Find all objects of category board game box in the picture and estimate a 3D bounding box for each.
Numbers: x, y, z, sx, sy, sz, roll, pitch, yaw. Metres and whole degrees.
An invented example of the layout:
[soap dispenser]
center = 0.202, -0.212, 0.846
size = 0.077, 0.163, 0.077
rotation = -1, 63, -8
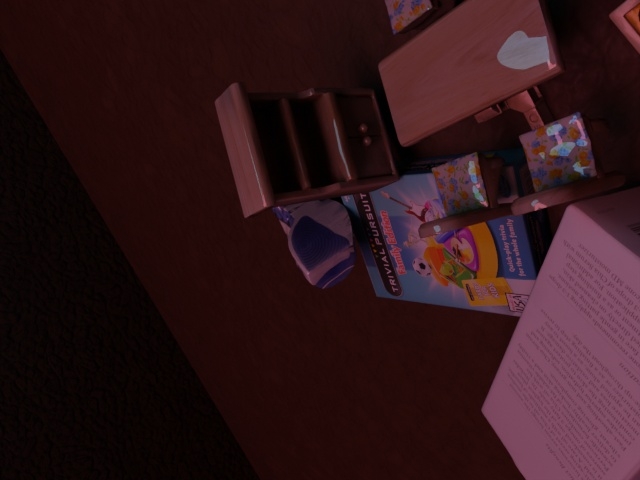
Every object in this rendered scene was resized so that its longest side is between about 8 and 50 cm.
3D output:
[board game box]
center = 0.205, -0.010, 0.874
size = 0.336, 0.079, 0.254
rotation = 2, 120, 46

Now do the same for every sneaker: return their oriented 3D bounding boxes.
[sneaker]
center = -0.001, -0.001, 1.035
size = 0.182, 0.127, 0.315
rotation = 63, 177, -39

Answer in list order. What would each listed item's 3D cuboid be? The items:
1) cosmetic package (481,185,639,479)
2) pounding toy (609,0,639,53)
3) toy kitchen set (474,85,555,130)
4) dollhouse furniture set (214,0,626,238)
[cosmetic package]
center = 0.392, 0.177, 0.690
size = 0.230, 0.161, 0.453
rotation = -120, 24, -44
[pounding toy]
center = 0.370, -0.235, 0.491
size = 0.130, 0.100, 0.141
rotation = 51, 144, 2
[toy kitchen set]
center = 0.256, -0.161, 0.703
size = 0.083, 0.068, 0.075
rotation = -21, 103, 53
[dollhouse furniture set]
center = 0.081, -0.174, 0.638
size = 0.394, 0.256, 0.362
rotation = -19, 85, 53
